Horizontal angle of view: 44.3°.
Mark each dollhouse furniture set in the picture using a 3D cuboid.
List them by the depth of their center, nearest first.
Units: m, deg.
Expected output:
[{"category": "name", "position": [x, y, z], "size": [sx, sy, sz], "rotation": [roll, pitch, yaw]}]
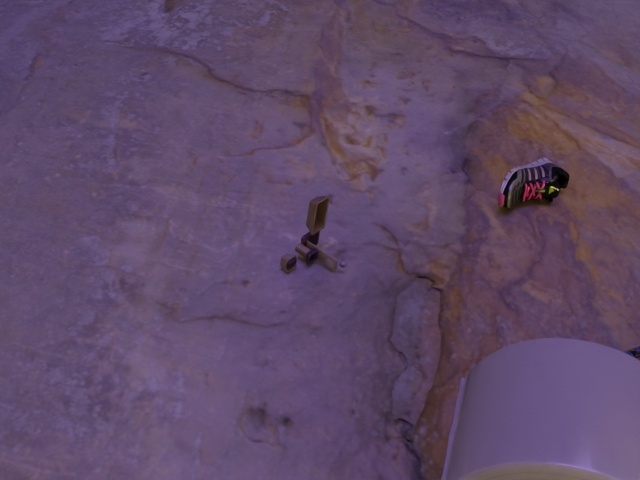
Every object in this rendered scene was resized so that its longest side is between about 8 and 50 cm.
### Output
[{"category": "dollhouse furniture set", "position": [0.000, 0.000, 1.211], "size": [0.081, 0.114, 0.091], "rotation": [34, 45, 26]}]

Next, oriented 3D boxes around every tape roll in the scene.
[{"category": "tape roll", "position": [0.253, 0.247, 0.821], "size": [0.246, 0.246, 0.169], "rotation": [12, 40, 11]}]

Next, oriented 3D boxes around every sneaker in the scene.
[{"category": "sneaker", "position": [0.383, -0.097, 1.395], "size": [0.170, 0.063, 0.074], "rotation": [-25, 41, -37]}]

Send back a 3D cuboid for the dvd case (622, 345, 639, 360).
[{"category": "dvd case", "position": [0.444, 0.221, 1.043], "size": [0.252, 0.022, 0.180], "rotation": [-14, 43, -20]}]
